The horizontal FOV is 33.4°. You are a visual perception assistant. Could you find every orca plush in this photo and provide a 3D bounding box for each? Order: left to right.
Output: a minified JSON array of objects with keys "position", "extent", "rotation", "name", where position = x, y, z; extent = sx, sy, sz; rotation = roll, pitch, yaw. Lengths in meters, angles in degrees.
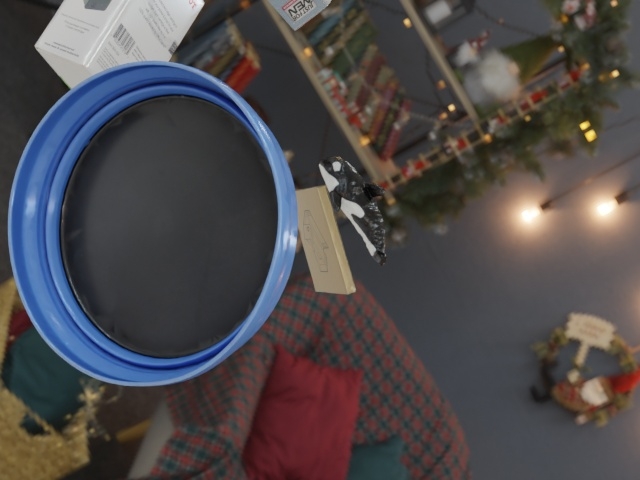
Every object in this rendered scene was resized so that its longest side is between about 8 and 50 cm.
[{"position":[0.104,-0.086,2.493],"extent":[0.151,0.102,0.287],"rotation":[12,50,-54],"name":"orca plush"}]

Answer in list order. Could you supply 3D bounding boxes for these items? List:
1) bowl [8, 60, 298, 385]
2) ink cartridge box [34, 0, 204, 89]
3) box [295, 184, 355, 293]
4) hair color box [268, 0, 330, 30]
[{"position":[-0.203,-0.019,1.296],"extent":[0.077,0.391,0.391],"rotation":[6,56,-64],"name":"bowl"},{"position":[-0.337,-0.374,1.834],"extent":[0.115,0.273,0.198],"rotation":[23,-15,21],"name":"ink cartridge box"},{"position":[0.000,0.000,1.973],"extent":[0.164,0.021,0.201],"rotation":[-3,-75,69],"name":"box"},{"position":[-0.107,-0.634,2.166],"extent":[0.374,0.114,0.185],"rotation":[46,46,-16],"name":"hair color box"}]
